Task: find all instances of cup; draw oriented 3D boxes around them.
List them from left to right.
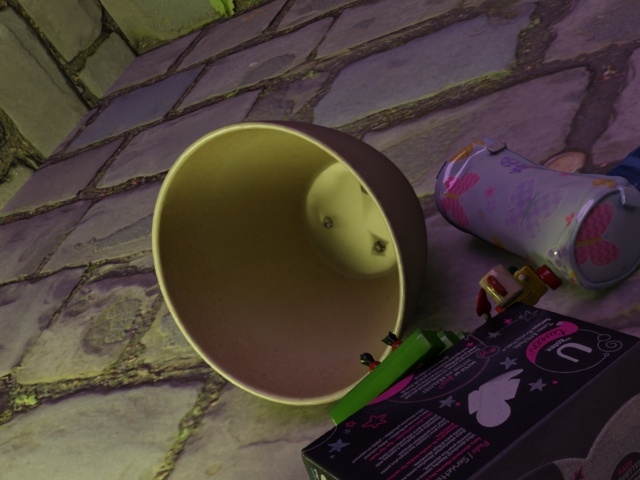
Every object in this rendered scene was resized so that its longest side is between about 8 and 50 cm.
[{"bbox_3d":[0.000,0.000,1.092,0.331,0.331,0.237,-14,8,34],"label":"cup"}]

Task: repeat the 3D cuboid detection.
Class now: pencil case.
[{"bbox_3d":[0.249,-0.037,1.034,0.124,0.113,0.273,-59,31,2],"label":"pencil case"}]

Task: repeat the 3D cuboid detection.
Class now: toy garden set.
[{"bbox_3d":[0.121,0.085,0.842,0.204,0.244,0.049,-44,69,13],"label":"toy garden set"}]

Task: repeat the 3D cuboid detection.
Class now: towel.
[{"bbox_3d":[0.383,-0.086,1.054,0.119,0.029,0.067,-38,29,-6],"label":"towel"}]

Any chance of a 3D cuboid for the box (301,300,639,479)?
[{"bbox_3d":[0.139,0.187,0.711,0.247,0.163,0.142,-30,24,-25],"label":"box"}]
